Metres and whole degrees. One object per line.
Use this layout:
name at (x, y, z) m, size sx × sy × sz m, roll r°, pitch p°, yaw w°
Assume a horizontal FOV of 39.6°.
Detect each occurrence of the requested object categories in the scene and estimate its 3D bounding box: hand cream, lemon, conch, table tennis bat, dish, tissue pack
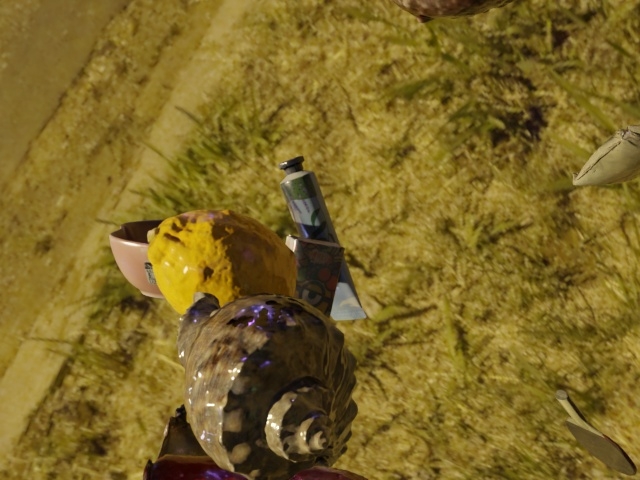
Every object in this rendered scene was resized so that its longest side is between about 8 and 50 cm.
hand cream at (0.000, 0.000, 1.395) m, size 0.091 × 0.058 × 0.271 m, roll -12°, pitch 99°, yaw 52°
lemon at (-0.091, 0.027, 0.825) m, size 0.114 × 0.155 × 0.114 m, roll -41°, pitch 36°, yaw 40°
conch at (-0.043, 0.104, 0.654) m, size 0.130 × 0.155 × 0.207 m, roll -41°, pitch 34°, yaw -16°
table tennis bat at (0.313, 0.224, 1.030) m, size 0.013 × 0.156 × 0.087 m, roll -47°, pitch 30°, yaw -12°
dish at (-0.201, 0.031, 1.288) m, size 0.213 × 0.213 × 0.090 m, roll 12°, pitch 103°, yaw 35°
tissue pack at (-0.013, 0.040, 0.959) m, size 0.035 × 0.063 × 0.083 m, roll -152°, pitch 74°, yaw -66°

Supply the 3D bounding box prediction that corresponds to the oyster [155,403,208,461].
oyster at (-0.221, 0.457, 1.478) m, size 0.096 × 0.221 × 0.361 m, roll -40°, pitch 19°, yaw 39°

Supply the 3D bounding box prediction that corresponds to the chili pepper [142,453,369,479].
chili pepper at (-0.072, 0.399, 1.120) m, size 0.306 × 0.229 × 0.251 m, roll -1°, pitch 36°, yaw 5°

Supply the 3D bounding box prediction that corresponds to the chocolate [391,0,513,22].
chocolate at (0.189, -0.388, 1.063) m, size 0.225 × 0.210 × 0.340 m, roll 13°, pitch 41°, yaw 43°

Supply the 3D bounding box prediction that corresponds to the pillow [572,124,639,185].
pillow at (0.501, -0.140, 1.440) m, size 0.119 × 0.208 × 0.053 m, roll -3°, pitch 72°, yaw -9°
